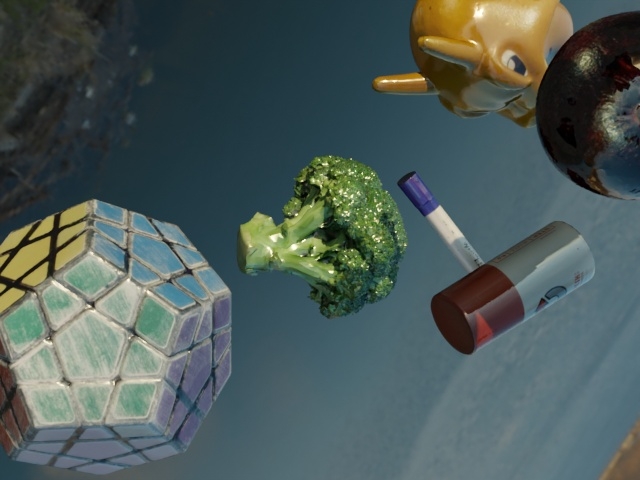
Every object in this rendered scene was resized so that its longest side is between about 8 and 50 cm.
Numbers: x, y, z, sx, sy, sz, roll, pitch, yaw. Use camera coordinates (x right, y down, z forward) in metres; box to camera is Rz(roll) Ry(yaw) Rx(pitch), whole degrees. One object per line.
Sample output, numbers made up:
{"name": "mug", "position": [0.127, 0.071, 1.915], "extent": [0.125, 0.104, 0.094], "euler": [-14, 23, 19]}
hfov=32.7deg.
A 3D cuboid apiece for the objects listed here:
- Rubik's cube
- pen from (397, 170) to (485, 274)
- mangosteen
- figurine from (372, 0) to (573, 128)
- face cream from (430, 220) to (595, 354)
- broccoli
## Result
{"name": "Rubik's cube", "position": [-0.254, 0.113, 1.246], "extent": [0.264, 0.319, 0.319], "euler": [-54, 163, 21]}
{"name": "pen", "position": [0.201, 0.015, 1.554], "extent": [0.033, 0.269, 0.033], "euler": [-37, -171, 7]}
{"name": "mangosteen", "position": [0.343, -0.150, 1.226], "extent": [0.216, 0.216, 0.216], "euler": [-48, 159, -25]}
{"name": "figurine", "position": [0.227, -0.386, 1.670], "extent": [0.268, 0.401, 0.387], "euler": [71, 26, -67]}
{"name": "face cream", "position": [0.259, 0.063, 1.469], "extent": [0.214, 0.096, 0.096], "euler": [-29, 151, -21]}
{"name": "broccoli", "position": [0.000, 0.000, 1.694], "extent": [0.270, 0.270, 0.270], "euler": [-9, 140, -20]}
